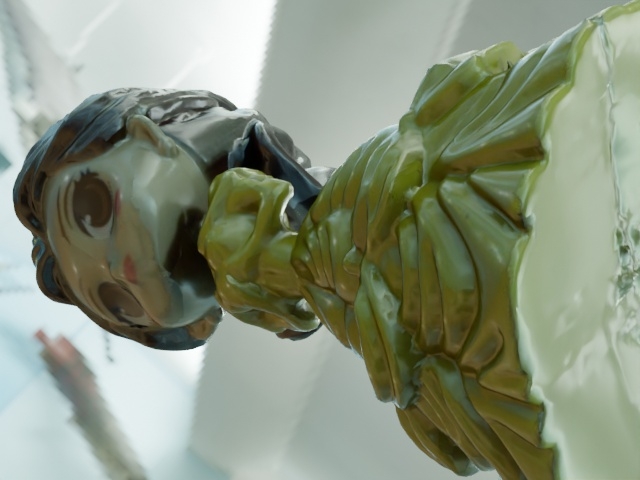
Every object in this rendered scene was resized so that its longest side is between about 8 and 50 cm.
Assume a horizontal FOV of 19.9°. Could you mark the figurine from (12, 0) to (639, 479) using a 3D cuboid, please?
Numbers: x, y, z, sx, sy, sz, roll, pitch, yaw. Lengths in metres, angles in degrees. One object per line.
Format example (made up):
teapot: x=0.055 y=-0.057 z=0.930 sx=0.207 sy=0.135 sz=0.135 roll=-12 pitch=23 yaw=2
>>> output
figurine: x=-0.003 y=0.003 z=0.707 sx=0.315 sy=0.168 sz=0.187 roll=6 pitch=-33 yaw=42
